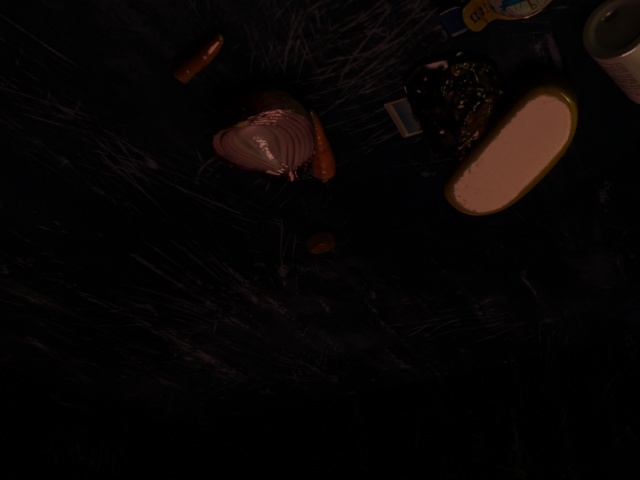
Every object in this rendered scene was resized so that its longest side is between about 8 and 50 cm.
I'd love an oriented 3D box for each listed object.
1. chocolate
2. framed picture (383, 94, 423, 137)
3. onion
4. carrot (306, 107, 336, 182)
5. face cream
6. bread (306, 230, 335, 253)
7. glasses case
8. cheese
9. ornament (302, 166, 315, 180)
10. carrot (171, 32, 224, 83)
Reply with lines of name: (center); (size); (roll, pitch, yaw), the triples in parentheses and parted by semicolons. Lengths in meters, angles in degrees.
chocolate: (0.307, -0.264, 1.773); (0.206, 0.177, 0.224); (-16, 151, 13)
framed picture: (0.219, -0.291, 1.898); (0.109, 0.011, 0.149); (-15, 151, 19)
onion: (-0.114, -0.233, 1.838); (0.227, 0.120, 0.283); (-15, 147, 15)
carrot: (-0.003, -0.230, 1.949); (0.061, 0.061, 0.256); (-7, 143, 4)
face cream: (0.688, -0.356, 1.707); (0.145, 0.145, 0.370); (-26, 147, 34)
bread: (0.000, 0.000, 2.372); (0.085, 0.053, 0.085); (-13, 160, -5)
glasses case: (0.439, -0.212, 1.869); (0.173, 0.141, 0.371); (34, 124, -7)
cheese: (0.344, -0.454, 1.550); (0.250, 0.064, 0.156); (-22, 146, 25)
ornament: (-0.055, -0.185, 2.041); (0.073, 0.028, 0.125); (-14, 149, 16)
carrot: (-0.239, -0.367, 1.648); (0.139, 0.048, 0.048); (-29, 144, 36)
